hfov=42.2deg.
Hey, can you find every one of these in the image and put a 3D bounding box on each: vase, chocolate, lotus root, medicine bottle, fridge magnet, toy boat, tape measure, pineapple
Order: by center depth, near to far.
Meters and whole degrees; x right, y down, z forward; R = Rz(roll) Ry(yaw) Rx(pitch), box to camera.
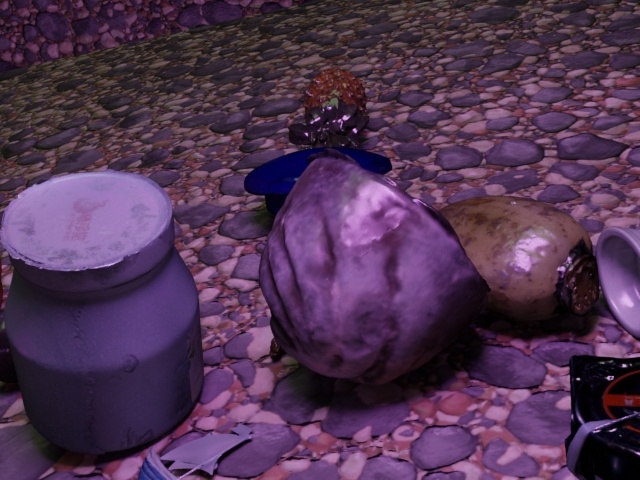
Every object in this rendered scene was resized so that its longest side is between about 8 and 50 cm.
[{"bbox_3d":[0.333,0.190,0.810,0.182,0.107,0.181,-2,28,24],"label":"tape measure"},{"bbox_3d":[-0.159,0.257,0.997,0.105,0.034,0.149,7,35,31],"label":"toy boat"},{"bbox_3d":[0.511,0.015,1.025,0.298,0.143,0.143,-15,28,-7],"label":"vase"},{"bbox_3d":[-0.273,0.083,1.036,0.245,0.290,0.245,2,39,-2],"label":"medicine bottle"},{"bbox_3d":[0.034,0.063,1.037,0.213,0.303,0.303,-47,38,-16],"label":"chocolate"},{"bbox_3d":[0.230,0.023,1.127,0.173,0.173,0.309,-31,25,-28],"label":"lotus root"},{"bbox_3d":[-0.415,0.170,1.209,0.183,0.120,0.120,26,46,32],"label":"vase"},{"bbox_3d":[-0.003,-0.107,1.466,0.265,0.113,0.265,-8,12,2],"label":"fridge magnet"},{"bbox_3d":[0.019,-0.242,1.730,0.170,0.141,0.310,-5,36,7],"label":"pineapple"}]

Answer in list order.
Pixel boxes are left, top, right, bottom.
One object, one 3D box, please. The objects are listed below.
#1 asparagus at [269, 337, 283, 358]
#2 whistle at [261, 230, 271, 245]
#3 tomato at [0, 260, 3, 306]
[{"bbox_3d":[-0.063,0.101,1.247,0.025,0.024,0.248,-53,19,22],"label":"asparagus"},{"bbox_3d":[0.000,0.000,1.366,0.220,0.057,0.107,3,27,25],"label":"whistle"},{"bbox_3d":[-0.641,0.064,1.394,0.184,0.208,0.208,-16,24,-37],"label":"tomato"}]
